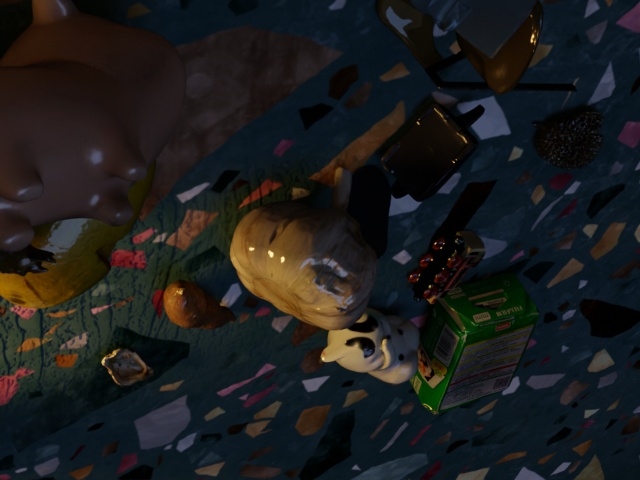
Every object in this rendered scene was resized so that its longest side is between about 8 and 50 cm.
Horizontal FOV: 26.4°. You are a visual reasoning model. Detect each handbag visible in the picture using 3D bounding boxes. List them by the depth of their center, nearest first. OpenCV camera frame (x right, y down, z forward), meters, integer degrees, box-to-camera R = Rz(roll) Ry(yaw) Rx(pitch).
[{"bbox_3d":[0.149,-0.324,1.570,0.221,0.057,0.144,35,120,-9],"label":"handbag"}]

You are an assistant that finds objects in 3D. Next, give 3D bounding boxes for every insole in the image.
[{"bbox_3d":[0.071,-0.036,2.020,0.080,0.003,0.232,-24,145,-11],"label":"insole"}]

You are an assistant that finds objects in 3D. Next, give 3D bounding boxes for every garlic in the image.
[{"bbox_3d":[0.000,0.000,1.873,0.212,0.218,0.218,-58,150,-18],"label":"garlic"}]

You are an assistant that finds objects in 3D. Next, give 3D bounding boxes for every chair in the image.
[{"bbox_3d":[0.217,-0.278,1.711,0.247,0.172,0.159,-16,144,-33],"label":"chair"}]

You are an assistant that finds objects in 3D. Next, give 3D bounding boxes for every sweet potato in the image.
[{"bbox_3d":[-0.179,0.098,1.944,0.068,0.068,0.226,-36,159,6],"label":"sweet potato"}]

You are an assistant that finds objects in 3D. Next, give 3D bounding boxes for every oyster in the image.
[{"bbox_3d":[-0.284,0.185,1.992,0.051,0.034,0.093,-45,135,-9],"label":"oyster"}]

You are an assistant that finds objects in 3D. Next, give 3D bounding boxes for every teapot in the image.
[{"bbox_3d":[0.164,-0.125,1.922,0.177,0.087,0.096,-48,165,21],"label":"teapot"}]

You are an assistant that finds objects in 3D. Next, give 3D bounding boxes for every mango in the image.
[{"bbox_3d":[-0.298,-0.031,1.632,0.167,0.130,0.262,18,117,-43],"label":"mango"}]

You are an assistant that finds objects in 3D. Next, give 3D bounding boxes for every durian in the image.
[{"bbox_3d":[0.380,-0.148,2.065,0.140,0.071,0.110,9,128,-37],"label":"durian"}]

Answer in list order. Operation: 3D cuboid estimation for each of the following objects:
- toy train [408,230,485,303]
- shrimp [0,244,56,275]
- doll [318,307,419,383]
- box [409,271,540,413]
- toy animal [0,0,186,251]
[{"bbox_3d":[0.201,0.045,2.179,0.087,0.050,0.138,0,134,-42],"label":"toy train"},{"bbox_3d":[-0.357,-0.039,1.535,0.132,0.187,0.051,-48,171,11],"label":"shrimp"},{"bbox_3d":[0.086,0.166,2.189,0.107,0.110,0.181,-5,162,34],"label":"doll"},{"bbox_3d":[0.259,0.179,2.344,0.180,0.103,0.250,-14,143,-24],"label":"box"},{"bbox_3d":[-0.280,-0.119,1.406,0.326,0.269,0.237,-11,143,-45],"label":"toy animal"}]
